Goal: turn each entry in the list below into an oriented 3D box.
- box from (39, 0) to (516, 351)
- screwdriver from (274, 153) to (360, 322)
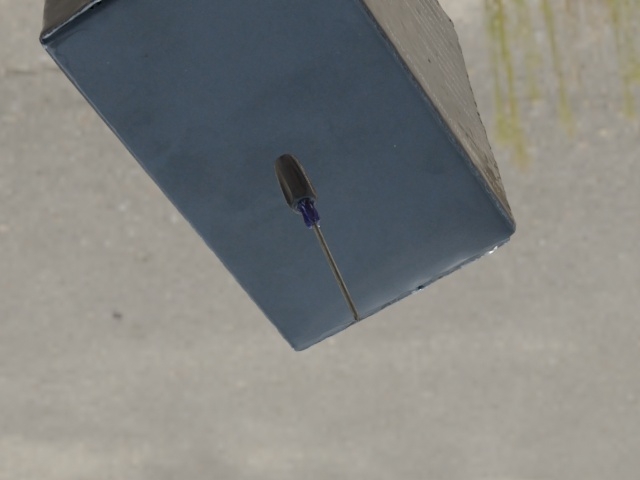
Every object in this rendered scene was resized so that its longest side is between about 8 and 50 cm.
[{"bbox_3d":[-0.049,-0.228,1.847,0.297,0.471,0.480,-30,122,13],"label":"box"},{"bbox_3d":[0.000,0.000,1.193,0.024,0.170,0.025,-17,142,-9],"label":"screwdriver"}]
